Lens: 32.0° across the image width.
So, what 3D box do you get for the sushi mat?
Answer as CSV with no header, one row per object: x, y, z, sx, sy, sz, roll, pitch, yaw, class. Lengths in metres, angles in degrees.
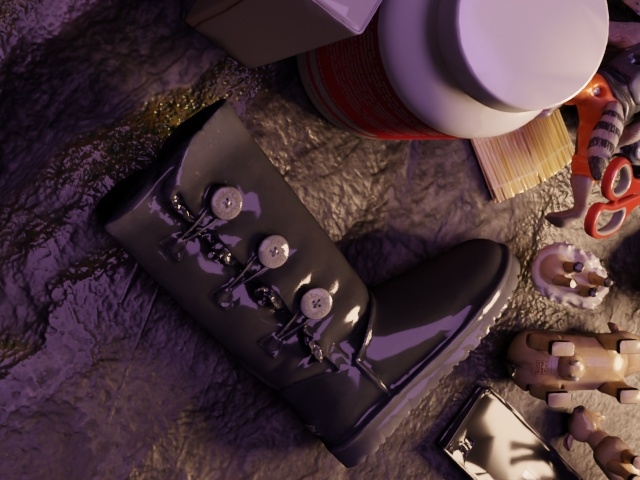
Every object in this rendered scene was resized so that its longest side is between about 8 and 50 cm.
0.245,-0.222,1.544,0.151,0.019,0.316,-27,102,-23,sushi mat

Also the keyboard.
0.273,0.371,1.560,0.317,0.033,0.201,45,67,-17,keyboard

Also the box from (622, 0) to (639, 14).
0.497,-0.377,1.578,0.137,0.072,0.126,3,129,-44,box

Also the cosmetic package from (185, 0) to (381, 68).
-0.027,-0.301,1.259,0.113,0.309,0.160,34,77,-20,cosmetic package

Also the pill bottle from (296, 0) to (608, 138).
0.139,-0.229,1.274,0.229,0.408,0.229,-2,95,-20,pill bottle

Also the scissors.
0.426,-0.061,1.499,0.297,0.021,0.109,-7,114,-55,scissors

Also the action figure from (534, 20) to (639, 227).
0.425,-0.159,1.539,0.330,0.178,0.341,-44,111,-22,action figure

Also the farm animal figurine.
0.397,0.193,1.551,0.327,0.172,0.330,17,91,-12,farm animal figurine

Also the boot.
-0.001,0.001,1.379,0.445,0.146,0.367,46,71,-13,boot
